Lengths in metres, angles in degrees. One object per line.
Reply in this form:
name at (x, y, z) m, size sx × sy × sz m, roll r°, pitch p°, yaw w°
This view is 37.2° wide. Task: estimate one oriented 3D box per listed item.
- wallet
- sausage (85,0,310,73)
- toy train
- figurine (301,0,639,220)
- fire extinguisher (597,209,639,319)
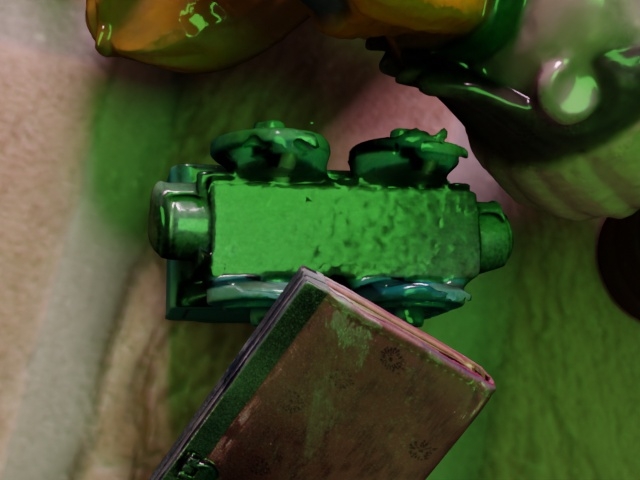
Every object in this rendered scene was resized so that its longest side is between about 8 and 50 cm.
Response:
wallet at (-0.023, 0.132, 0.489) m, size 0.119 × 0.025 × 0.232 m, roll 30°, pitch 108°, yaw -18°
sausage at (-0.012, -0.222, 0.615) m, size 0.134 × 0.116 × 0.354 m, roll 40°, pitch 73°, yaw 17°
toy train at (0.000, 0.000, 0.540) m, size 0.198 × 0.154 × 0.107 m, roll 2°, pitch 79°, yaw -15°
figurine at (0.087, -0.126, 0.531) m, size 0.333 × 0.204 × 0.185 m, roll 10°, pitch 41°, yaw -12°
fire extinguisher at (0.287, -0.044, 0.531) m, size 0.102 × 0.344 × 0.137 m, roll -1°, pitch 75°, yaw -17°
